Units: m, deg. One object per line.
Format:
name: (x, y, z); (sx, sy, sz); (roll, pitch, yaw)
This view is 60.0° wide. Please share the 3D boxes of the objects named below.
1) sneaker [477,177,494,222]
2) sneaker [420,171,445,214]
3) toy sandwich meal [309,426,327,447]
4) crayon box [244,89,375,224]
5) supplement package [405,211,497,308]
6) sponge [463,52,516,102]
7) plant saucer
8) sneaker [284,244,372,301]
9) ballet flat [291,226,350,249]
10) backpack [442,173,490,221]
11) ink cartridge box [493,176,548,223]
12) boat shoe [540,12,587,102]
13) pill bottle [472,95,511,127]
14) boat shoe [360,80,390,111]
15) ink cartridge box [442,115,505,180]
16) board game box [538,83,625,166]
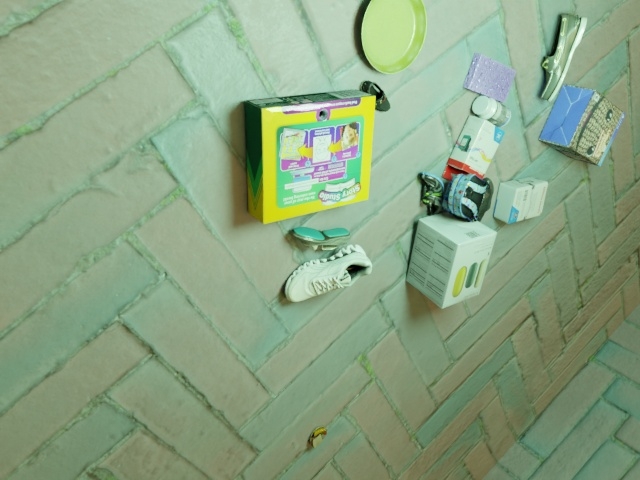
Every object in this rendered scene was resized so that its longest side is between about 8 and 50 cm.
sneaker: (0.605, -0.147, 2.095); (0.089, 0.051, 0.170); (-29, 130, -29)
sneaker: (0.384, -0.160, 1.911); (0.078, 0.067, 0.188); (-46, 134, -18)
toy sandwich meal: (-0.005, 0.739, 2.088); (0.085, 0.029, 0.086); (-17, 121, -30)
crayon box: (-0.025, -0.238, 1.539); (0.362, 0.106, 0.314); (-15, 121, -31)
supplement package: (0.461, 0.061, 1.976); (0.199, 0.198, 0.263); (-14, 126, -32)
sponge: (0.579, -0.550, 1.890); (0.210, 0.031, 0.117); (6, 107, -39)
plant saucer: (0.202, -0.600, 1.576); (0.240, 0.037, 0.241); (-17, 122, -30)
sneaker: (0.026, 0.113, 1.726); (0.291, 0.118, 0.110); (-27, 123, -9)
ballet flat: (0.000, 0.000, 1.701); (0.213, 0.072, 0.068); (-1, 123, -36)
backpack: (0.485, -0.154, 1.886); (0.173, 0.116, 0.158); (15, 95, -57)
ink cartridge box: (0.798, -0.163, 2.209); (0.203, 0.085, 0.148); (-12, 119, -33)
boat shoe: (0.858, -0.659, 2.008); (0.109, 0.091, 0.305); (-53, 160, -67)
pill bottle: (0.590, -0.447, 1.918); (0.137, 0.078, 0.078); (13, 104, -40)
boat shoe: (0.169, -0.422, 1.638); (0.133, 0.042, 0.049); (36, 86, -43)
ink cartridge box: (0.535, -0.303, 1.947); (0.134, 0.078, 0.231); (15, 103, -41)
board game box: (1.045, -0.456, 2.215); (0.290, 0.141, 0.232); (12, 104, -40)
